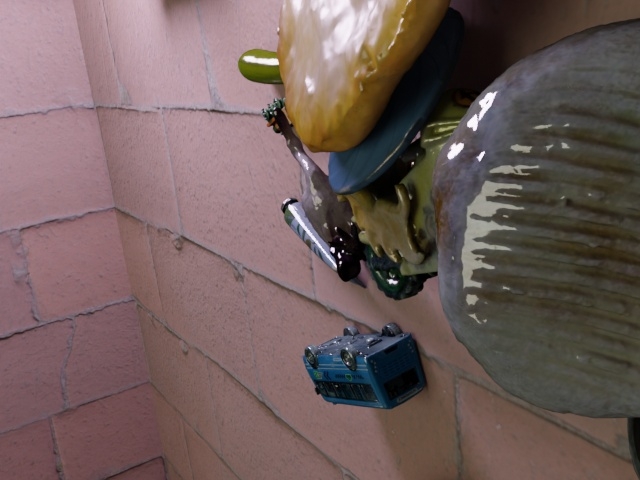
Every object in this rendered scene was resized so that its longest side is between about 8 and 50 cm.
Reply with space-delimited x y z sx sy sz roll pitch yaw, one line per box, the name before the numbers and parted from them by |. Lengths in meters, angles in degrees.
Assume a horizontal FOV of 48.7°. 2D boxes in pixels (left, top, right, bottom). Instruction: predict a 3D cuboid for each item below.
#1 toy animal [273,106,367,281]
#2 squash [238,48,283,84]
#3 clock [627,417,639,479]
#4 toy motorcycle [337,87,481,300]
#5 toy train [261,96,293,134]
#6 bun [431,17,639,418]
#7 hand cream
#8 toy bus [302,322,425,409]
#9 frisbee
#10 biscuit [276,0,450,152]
toy animal | 0.013 -0.069 1.254 0.195 0.091 0.324 70 175 -65
squash | -0.092 -0.334 1.363 0.201 0.066 0.066 20 121 48
clock | 0.434 0.224 0.692 0.281 0.055 0.280 37 138 42
toy motorcycle | 0.156 -0.051 0.955 0.410 0.169 0.236 -29 77 61
toy train | -0.076 -0.247 1.400 0.064 0.044 0.103 63 151 -1
bun | 0.272 -0.015 0.652 0.211 0.362 0.361 -35 -66 -75
hand cream | 0.000 0.000 1.368 0.256 0.055 0.088 48 -176 39
toy bus | 0.074 0.235 1.300 0.246 0.114 0.134 -17 95 60
frisbee | 0.082 -0.196 0.951 0.289 0.049 0.289 -50 20 27
biscuit | 0.048 -0.323 0.878 0.446 0.104 0.429 117 150 -46
